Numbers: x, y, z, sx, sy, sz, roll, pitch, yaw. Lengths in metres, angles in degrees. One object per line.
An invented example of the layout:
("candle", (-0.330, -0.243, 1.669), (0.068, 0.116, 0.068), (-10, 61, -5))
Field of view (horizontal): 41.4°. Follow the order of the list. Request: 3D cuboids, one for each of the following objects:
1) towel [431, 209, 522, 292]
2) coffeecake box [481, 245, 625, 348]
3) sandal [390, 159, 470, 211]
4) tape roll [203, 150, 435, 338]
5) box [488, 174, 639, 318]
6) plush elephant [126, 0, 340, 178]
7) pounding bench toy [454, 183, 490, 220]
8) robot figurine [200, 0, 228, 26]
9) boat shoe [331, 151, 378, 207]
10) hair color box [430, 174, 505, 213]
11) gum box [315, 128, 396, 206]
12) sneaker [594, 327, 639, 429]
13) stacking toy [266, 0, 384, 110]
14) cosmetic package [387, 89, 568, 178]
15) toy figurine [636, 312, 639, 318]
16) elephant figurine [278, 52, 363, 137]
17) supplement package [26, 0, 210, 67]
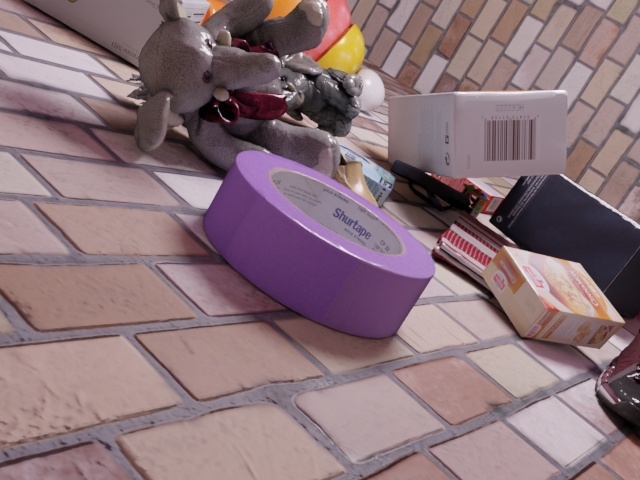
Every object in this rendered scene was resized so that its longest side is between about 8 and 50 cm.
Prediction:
("towel", (0.327, 0.048, 1.544), (0.237, 0.037, 0.329), (35, 19, 8))
("coffeecake box", (0.370, 0.092, 1.354), (0.185, 0.068, 0.142), (11, 36, -33))
("sandal", (0.220, -0.103, 1.745), (0.097, 0.055, 0.254), (27, 4, 42))
("tape roll", (0.000, 0.000, 1.023), (0.274, 0.090, 0.275), (28, 16, -9))
("box", (0.562, 0.000, 1.793), (0.294, 0.183, 0.296), (42, 13, 34))
("plush elephant", (-0.138, -0.227, 1.160), (0.329, 0.272, 0.255), (3, 1, 5))
("pounding bench toy", (0.333, -0.095, 1.909), (0.052, 0.065, 0.083), (21, 19, -30))
("robot figurine", (-0.254, -0.488, 1.924), (0.158, 0.128, 0.219), (-10, -3, 29))
("boat shoe", (0.047, -0.104, 1.428), (0.068, 0.072, 0.190), (16, 23, -42))
("hair color box", (0.364, -0.133, 2.094), (0.167, 0.053, 0.093), (42, 21, 29))
("gum box", (0.051, -0.141, 1.598), (0.184, 0.041, 0.157), (32, 16, 0))
("sneaker", (0.491, 0.171, 1.242), (0.106, 0.163, 0.281), (34, 16, 9))
("stacking toy", (0.011, -0.559, 2.396), (0.480, 0.350, 0.351), (44, 14, -10))
("cosmetic package", (0.305, -0.226, 1.754), (0.229, 0.162, 0.453), (-3, 9, -11))
("toy figurine", (0.746, 0.136, 1.937), (0.173, 0.130, 0.159), (49, 21, -29))
("elephant figurine", (-0.045, -0.306, 1.703), (0.239, 0.170, 0.186), (15, -8, -23))
("supplement package", (-0.369, -0.440, 1.557), (0.261, 0.145, 0.204), (30, 16, -1))
